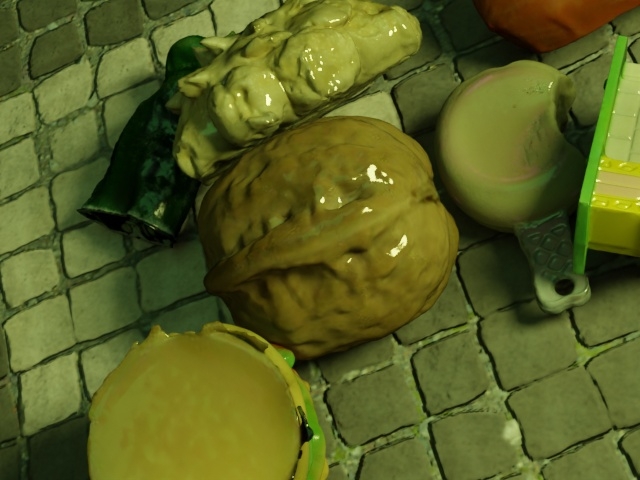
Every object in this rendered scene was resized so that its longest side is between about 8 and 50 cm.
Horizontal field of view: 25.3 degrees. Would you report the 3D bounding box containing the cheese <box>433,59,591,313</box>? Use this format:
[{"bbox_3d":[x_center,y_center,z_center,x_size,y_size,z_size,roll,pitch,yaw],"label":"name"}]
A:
[{"bbox_3d":[0.211,-0.052,1.430,0.163,0.082,0.286,-23,56,9],"label":"cheese"}]

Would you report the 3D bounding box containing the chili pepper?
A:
[{"bbox_3d":[-0.161,-0.128,1.627,0.136,0.099,0.270,2,63,53],"label":"chili pepper"}]

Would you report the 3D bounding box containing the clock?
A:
[{"bbox_3d":[0.379,-0.065,1.318,0.255,0.106,0.219,9,54,14],"label":"clock"}]

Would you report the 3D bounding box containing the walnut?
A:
[{"bbox_3d":[0.000,0.000,1.394,0.257,0.257,0.224,-24,92,7],"label":"walnut"}]

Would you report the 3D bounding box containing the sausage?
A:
[{"bbox_3d":[0.288,-0.300,1.506,0.268,0.153,0.141,-25,98,7],"label":"sausage"}]

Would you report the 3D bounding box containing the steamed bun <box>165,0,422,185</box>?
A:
[{"bbox_3d":[-0.034,-0.185,1.499,0.295,0.292,0.137,-34,88,39],"label":"steamed bun"}]

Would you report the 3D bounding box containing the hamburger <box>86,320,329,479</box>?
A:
[{"bbox_3d":[-0.104,0.195,1.352,0.237,0.149,0.237,-3,75,13],"label":"hamburger"}]
